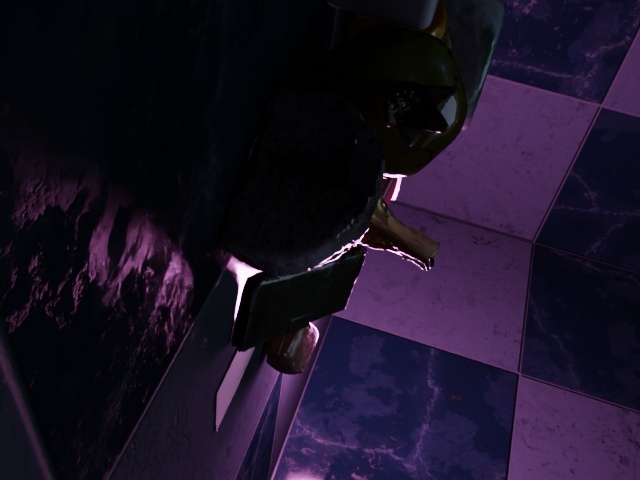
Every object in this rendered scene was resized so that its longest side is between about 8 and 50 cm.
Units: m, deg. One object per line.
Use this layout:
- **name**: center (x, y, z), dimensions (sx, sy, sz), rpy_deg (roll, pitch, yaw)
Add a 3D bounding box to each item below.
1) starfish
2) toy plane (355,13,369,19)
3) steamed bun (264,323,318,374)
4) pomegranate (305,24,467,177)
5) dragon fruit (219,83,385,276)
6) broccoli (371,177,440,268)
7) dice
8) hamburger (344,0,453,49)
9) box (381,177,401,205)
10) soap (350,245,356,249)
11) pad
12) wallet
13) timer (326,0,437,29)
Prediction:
- **starfish**: center (0.082, -0.074, 1.539), dimensions (0.132, 0.383, 0.399), rpy_deg (-17, 105, -37)
- **toy plane**: center (0.152, -0.556, 1.384), dimensions (0.252, 0.118, 0.252), rpy_deg (-27, -125, 48)
- **steamed bun**: center (-0.083, 0.266, 1.743), dimensions (0.145, 0.106, 0.175), rpy_deg (-65, 157, -20)
- **pomegranate**: center (0.110, -0.249, 1.178), dimensions (0.323, 0.290, 0.291), rpy_deg (15, 92, -81)
- **dragon fruit**: center (-0.012, -0.066, 1.070), dimensions (0.221, 0.203, 0.283), rpy_deg (87, 21, -72)
- **broccoli**: center (0.167, -0.062, 1.827), dimensions (0.221, 0.361, 0.252), rpy_deg (155, -58, -62)
- **dice**: center (0.260, -0.468, 1.731), dimensions (0.328, 0.330, 0.348), rpy_deg (-48, 155, -75)
- **hamburger**: center (0.174, -0.418, 1.483), dimensions (0.170, 0.245, 0.246), rpy_deg (64, 37, -44)
- **box**: center (0.131, -0.148, 2.112), dimensions (0.168, 0.193, 0.294), rpy_deg (-63, 171, -15)
- **soap**: center (0.000, 0.000, 1.488), dimensions (0.258, 0.160, 0.080), rpy_deg (99, 9, -47)
- **pad**: center (-0.171, 0.264, 1.413), dimensions (0.157, 0.004, 0.232), rpy_deg (99, 10, -46)
- **wallet**: center (-0.038, 0.106, 1.350), dimensions (0.317, 0.044, 0.169), rpy_deg (-15, 132, -47)
- **timer**: center (0.130, -0.510, 1.159), dimensions (0.195, 0.192, 0.194), rpy_deg (98, 11, -54)
